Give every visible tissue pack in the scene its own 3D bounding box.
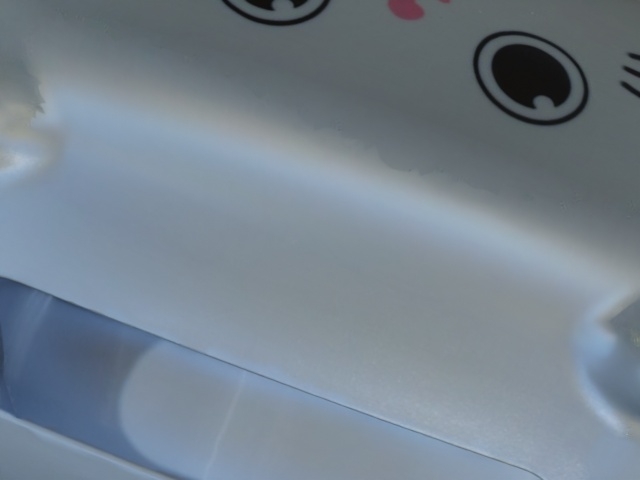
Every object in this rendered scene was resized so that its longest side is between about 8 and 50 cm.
[{"bbox_3d":[0.000,0.000,0.625,0.333,0.229,0.236,20,-152,1],"label":"tissue pack"}]
